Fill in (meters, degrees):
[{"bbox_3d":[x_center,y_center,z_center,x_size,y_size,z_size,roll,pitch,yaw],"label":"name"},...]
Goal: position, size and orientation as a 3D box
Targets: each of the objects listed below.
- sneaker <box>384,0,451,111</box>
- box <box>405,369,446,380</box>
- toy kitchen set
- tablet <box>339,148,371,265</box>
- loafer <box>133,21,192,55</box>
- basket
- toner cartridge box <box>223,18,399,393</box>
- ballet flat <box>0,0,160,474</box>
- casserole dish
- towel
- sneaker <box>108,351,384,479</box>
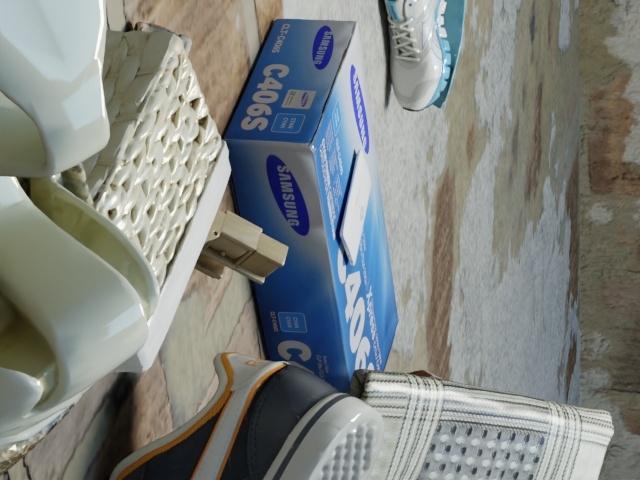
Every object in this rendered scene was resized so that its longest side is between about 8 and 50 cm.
[{"bbox_3d":[0.092,-0.230,1.790,0.083,0.071,0.190,-9,105,-52],"label":"sneaker"},{"bbox_3d":[0.117,0.342,1.694,0.143,0.191,0.381,-14,114,-36],"label":"box"},{"bbox_3d":[-0.081,0.027,1.182,0.068,0.083,0.075,-37,-149,50],"label":"toy kitchen set"},{"bbox_3d":[0.030,-0.027,1.399,0.054,0.006,0.083,69,30,-58],"label":"tablet"},{"bbox_3d":[-0.118,-0.087,1.074,0.045,0.039,0.125,-51,-165,51],"label":"loafer"},{"bbox_3d":[-0.127,-0.026,0.894,0.167,0.113,0.103,-72,158,-44],"label":"basket"},{"bbox_3d":[0.000,0.000,1.454,0.165,0.075,0.347,-72,160,-44],"label":"toner cartridge box"},{"bbox_3d":[-0.150,-0.043,0.659,0.164,0.182,0.482,-42,139,-38],"label":"ballet flat"},{"bbox_3d":[0.132,-0.233,1.896,0.114,0.037,0.188,106,-6,-49],"label":"casserole dish"},{"bbox_3d":[0.106,0.285,1.509,0.312,0.056,0.324,14,98,-38],"label":"towel"},{"bbox_3d":[-0.089,0.223,1.120,0.321,0.127,0.126,-58,154,-6],"label":"sneaker"}]
